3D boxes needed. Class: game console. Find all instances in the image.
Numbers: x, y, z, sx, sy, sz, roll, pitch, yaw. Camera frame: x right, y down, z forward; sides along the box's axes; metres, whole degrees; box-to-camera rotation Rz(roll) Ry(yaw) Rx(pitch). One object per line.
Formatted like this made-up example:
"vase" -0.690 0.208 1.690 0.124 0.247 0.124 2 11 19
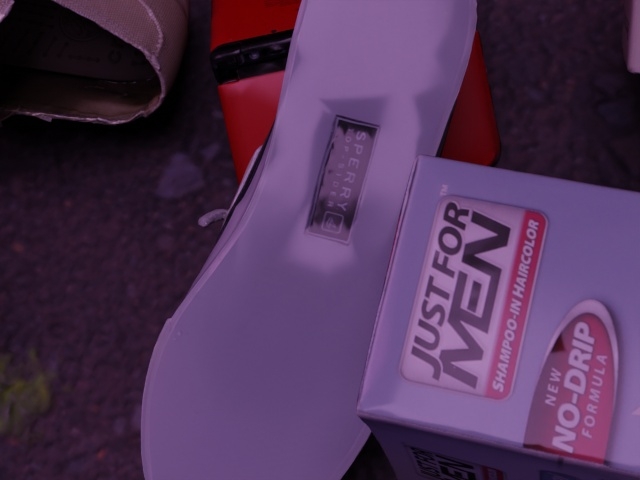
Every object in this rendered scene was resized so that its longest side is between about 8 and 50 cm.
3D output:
"game console" 0.017 -0.094 0.722 0.144 0.085 0.124 -11 37 4

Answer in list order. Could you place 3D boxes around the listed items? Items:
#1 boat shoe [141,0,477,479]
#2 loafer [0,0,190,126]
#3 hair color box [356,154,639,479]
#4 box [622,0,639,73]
"boat shoe" -0.004 -0.002 0.641 0.113 0.105 0.306 14 93 4
"loafer" -0.190 -0.113 0.659 0.268 0.102 0.092 0 40 -21
"hair color box" 0.215 0.078 0.533 0.374 0.185 0.114 10 72 13
"box" 0.211 -0.199 0.602 0.126 0.148 0.232 4 107 11
